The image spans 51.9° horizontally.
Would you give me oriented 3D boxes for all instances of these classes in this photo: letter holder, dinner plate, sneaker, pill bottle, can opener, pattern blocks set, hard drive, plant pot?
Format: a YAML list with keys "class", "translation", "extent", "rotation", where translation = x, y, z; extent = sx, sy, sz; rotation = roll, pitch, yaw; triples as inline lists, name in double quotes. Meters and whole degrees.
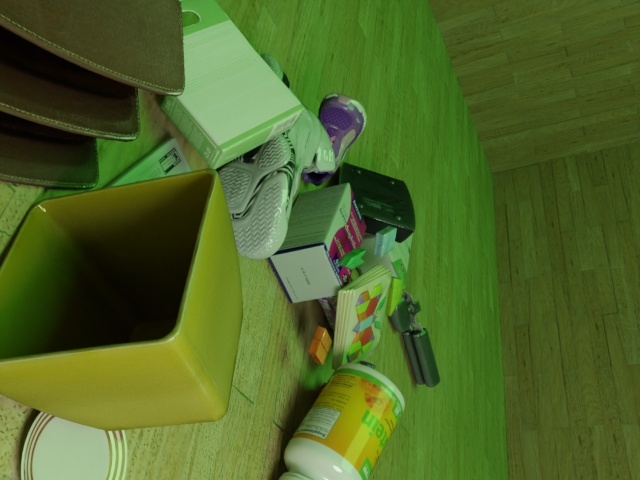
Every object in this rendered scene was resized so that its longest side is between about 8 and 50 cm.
- class: "letter holder"
  translation: [-0.279, -0.175, 0.636]
  extent: [0.302, 0.152, 0.214]
  rotation: [12, 70, -64]
- class: "dinner plate"
  translation: [-0.253, 0.226, 0.676]
  extent: [0.141, 0.017, 0.141]
  rotation: [-12, 90, -67]
- class: "sneaker"
  translation: [-0.063, -0.116, 1.100]
  extent: [0.210, 0.138, 0.365]
  rotation: [37, 43, -53]
- class: "sneaker"
  translation: [0.016, -0.185, 1.273]
  extent: [0.104, 0.095, 0.236]
  rotation: [-64, -179, -30]
- class: "pill bottle"
  translation: [0.027, 0.331, 1.058]
  extent: [0.245, 0.136, 0.136]
  rotation: [-52, 129, -37]
- class: "can opener"
  translation: [0.235, 0.257, 1.704]
  extent: [0.093, 0.074, 0.280]
  rotation: [-29, 108, -29]
- class: "pattern blocks set"
  translation: [0.075, 0.146, 1.199]
  extent: [0.285, 0.026, 0.324]
  rotation: [-38, 137, -42]
- class: "hard drive"
  translation: [0.115, -0.084, 1.434]
  extent: [0.254, 0.172, 0.054]
  rotation: [-87, -164, -62]
- class: "plant pot"
  translation: [-0.183, 0.081, 0.664]
  extent: [0.212, 0.212, 0.187]
  rotation: [-86, 162, -45]

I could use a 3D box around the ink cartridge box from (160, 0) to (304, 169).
- class: "ink cartridge box"
  translation: [-0.158, -0.234, 0.942]
  extent: [0.235, 0.056, 0.171]
  rotation: [50, 52, 5]

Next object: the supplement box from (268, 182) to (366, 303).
- class: "supplement box"
  translation: [0.000, 0.000, 1.223]
  extent: [0.220, 0.114, 0.111]
  rotation: [-70, 142, -53]

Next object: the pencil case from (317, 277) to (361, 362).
- class: "pencil case"
  translation: [0.049, 0.144, 1.296]
  extent: [0.088, 0.086, 0.206]
  rotation: [-79, 148, -48]

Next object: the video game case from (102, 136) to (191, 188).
- class: "video game case"
  translation: [-0.208, -0.026, 0.885]
  extent: [0.173, 0.022, 0.190]
  rotation: [67, 25, -23]

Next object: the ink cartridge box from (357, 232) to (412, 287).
- class: "ink cartridge box"
  translation: [0.149, -0.008, 1.576]
  extent: [0.219, 0.093, 0.160]
  rotation: [-72, 143, -50]
